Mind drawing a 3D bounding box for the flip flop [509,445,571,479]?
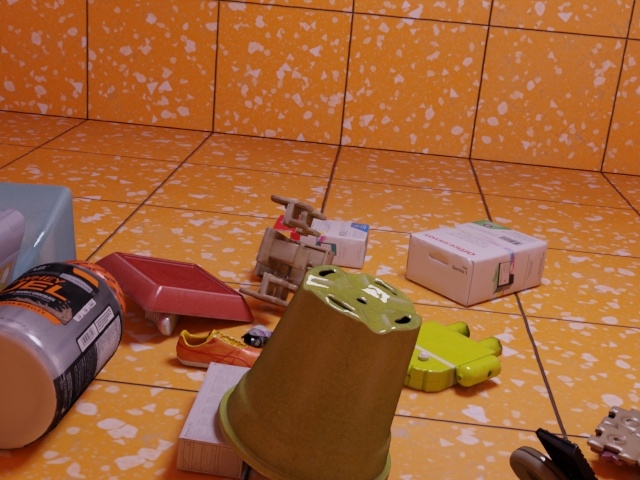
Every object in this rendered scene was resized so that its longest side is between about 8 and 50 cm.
[{"bbox_3d":[0.333,0.375,1.154,0.080,0.112,0.277,-30,33,-15],"label":"flip flop"}]

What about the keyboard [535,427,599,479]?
[{"bbox_3d":[0.364,0.330,1.182,0.023,0.180,0.108,-42,28,-11],"label":"keyboard"}]

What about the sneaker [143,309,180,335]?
[{"bbox_3d":[-0.316,0.148,1.696,0.070,0.051,0.134,8,12,-1],"label":"sneaker"}]

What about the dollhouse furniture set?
[{"bbox_3d":[-0.093,0.028,1.866,0.161,0.212,0.242,15,-7,23],"label":"dollhouse furniture set"}]

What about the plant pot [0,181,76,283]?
[{"bbox_3d":[-0.605,0.057,1.613,0.247,0.247,0.252,4,33,-4],"label":"plant pot"}]

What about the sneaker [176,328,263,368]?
[{"bbox_3d":[-0.174,0.197,1.568,0.175,0.067,0.064,6,17,-3],"label":"sneaker"}]

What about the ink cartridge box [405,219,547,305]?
[{"bbox_3d":[0.369,0.047,2.066,0.278,0.117,0.201,-11,24,-39],"label":"ink cartridge box"}]

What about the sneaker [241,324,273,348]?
[{"bbox_3d":[-0.107,0.192,1.651,0.098,0.038,0.069,7,18,34],"label":"sneaker"}]

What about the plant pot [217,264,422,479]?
[{"bbox_3d":[0.021,0.186,1.270,0.276,0.254,0.276,20,20,-7],"label":"plant pot"}]

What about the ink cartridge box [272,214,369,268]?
[{"bbox_3d":[0.000,0.000,2.164,0.231,0.078,0.134,7,19,6],"label":"ink cartridge box"}]

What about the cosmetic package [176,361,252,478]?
[{"bbox_3d":[-0.150,0.275,1.357,0.098,0.060,0.239,10,20,2],"label":"cosmetic package"}]

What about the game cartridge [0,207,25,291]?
[{"bbox_3d":[-0.562,0.109,1.382,0.062,0.297,0.198,21,20,-4],"label":"game cartridge"}]

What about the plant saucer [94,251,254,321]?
[{"bbox_3d":[-0.295,0.088,1.773,0.259,0.048,0.258,12,10,-41],"label":"plant saucer"}]

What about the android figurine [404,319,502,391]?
[{"bbox_3d":[0.213,0.212,1.648,0.272,0.056,0.248,-8,23,-38],"label":"android figurine"}]

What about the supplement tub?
[{"bbox_3d":[-0.444,0.162,1.385,0.207,0.207,0.338,7,19,5],"label":"supplement tub"}]

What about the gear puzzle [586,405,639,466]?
[{"bbox_3d":[0.592,0.361,1.347,0.338,0.044,0.175,19,22,28],"label":"gear puzzle"}]
